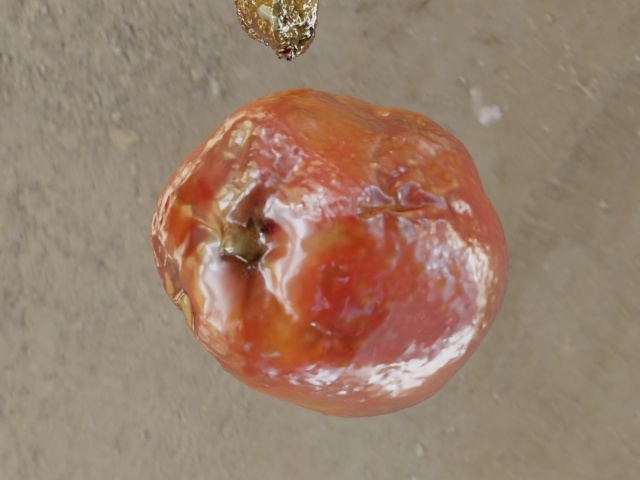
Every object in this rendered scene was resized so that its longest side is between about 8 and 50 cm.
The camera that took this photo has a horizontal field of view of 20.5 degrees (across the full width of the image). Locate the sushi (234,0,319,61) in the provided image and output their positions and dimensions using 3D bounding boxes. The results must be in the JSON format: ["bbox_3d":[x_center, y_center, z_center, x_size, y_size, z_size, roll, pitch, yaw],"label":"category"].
[{"bbox_3d":[-0.015,-0.161,1.005,0.061,0.060,0.118,-10,102,-54],"label":"sushi"}]

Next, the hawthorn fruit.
[{"bbox_3d":[0.004,0.000,0.871,0.173,0.173,0.179,-46,126,9],"label":"hawthorn fruit"}]
